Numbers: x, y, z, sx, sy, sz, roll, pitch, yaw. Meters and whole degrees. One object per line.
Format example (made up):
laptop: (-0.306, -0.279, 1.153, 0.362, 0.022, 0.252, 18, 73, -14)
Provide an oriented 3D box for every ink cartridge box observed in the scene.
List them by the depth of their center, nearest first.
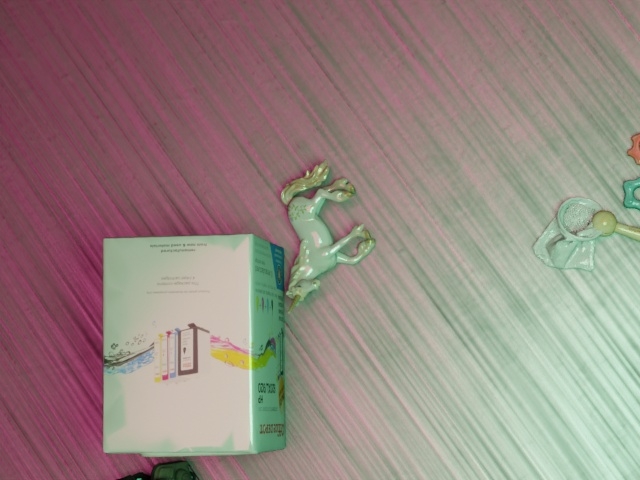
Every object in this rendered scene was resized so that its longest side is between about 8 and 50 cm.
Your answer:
ink cartridge box: (-0.134, 0.117, 1.818, 0.168, 0.171, 0.232, -2, 84, 10)

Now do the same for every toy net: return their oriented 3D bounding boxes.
toy net: (0.333, -0.048, 1.815, 0.232, 0.045, 0.122, -24, 80, 7)

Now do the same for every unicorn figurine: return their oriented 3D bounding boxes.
unicorn figurine: (0.000, 0.000, 1.870, 0.111, 0.060, 0.162, -23, 64, 8)

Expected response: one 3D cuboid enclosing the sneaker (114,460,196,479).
sneaker: (-0.144, 0.327, 1.839, 0.227, 0.087, 0.130, 29, 96, 17)
